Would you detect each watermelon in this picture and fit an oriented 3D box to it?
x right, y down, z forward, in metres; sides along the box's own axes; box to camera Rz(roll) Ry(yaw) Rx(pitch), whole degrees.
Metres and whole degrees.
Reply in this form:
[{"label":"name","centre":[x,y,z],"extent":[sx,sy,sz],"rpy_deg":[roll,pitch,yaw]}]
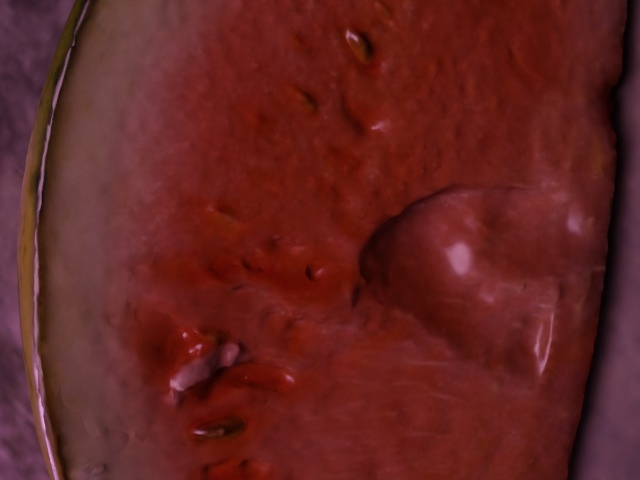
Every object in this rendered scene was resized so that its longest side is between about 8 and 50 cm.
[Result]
[{"label":"watermelon","centre":[-0.018,-0.003,0.537],"extent":[0.128,0.159,0.303],"rpy_deg":[-164,80,-68]}]
